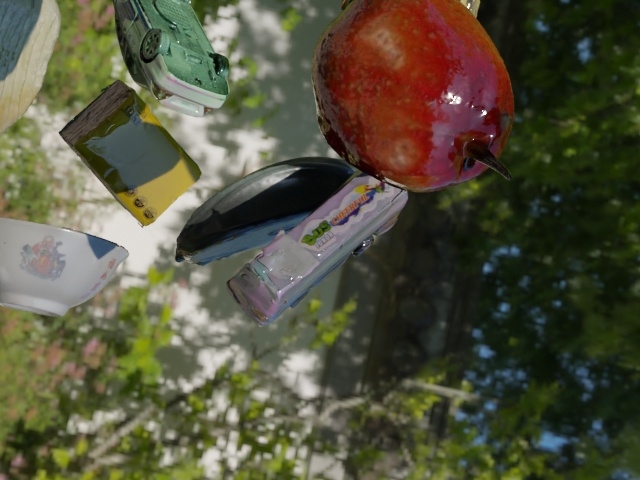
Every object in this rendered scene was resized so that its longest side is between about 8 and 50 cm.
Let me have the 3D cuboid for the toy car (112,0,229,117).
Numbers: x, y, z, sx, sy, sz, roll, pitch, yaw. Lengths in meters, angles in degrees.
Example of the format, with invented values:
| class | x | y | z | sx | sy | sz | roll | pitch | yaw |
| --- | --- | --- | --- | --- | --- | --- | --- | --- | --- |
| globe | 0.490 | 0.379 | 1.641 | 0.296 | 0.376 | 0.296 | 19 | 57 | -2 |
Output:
| class | x | y | z | sx | sy | sz | roll | pitch | yaw |
| --- | --- | --- | --- | --- | --- | --- | --- | --- | --- |
| toy car | -0.170 | -0.215 | 1.253 | 0.076 | 0.090 | 0.224 | -50 | -135 | 25 |

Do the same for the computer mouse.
| class | x | y | z | sx | sy | sz | roll | pitch | yaw |
| --- | --- | --- | --- | --- | --- | --- | --- | --- | --- |
| computer mouse | -0.087 | -0.064 | 2.050 | 0.203 | 0.373 | 0.114 | 112 | -41 | -76 |

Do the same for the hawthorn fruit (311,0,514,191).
| class | x | y | z | sx | sy | sz | roll | pitch | yaw |
| --- | --- | --- | --- | --- | --- | --- | --- | --- | --- |
| hawthorn fruit | 0.151 | -0.197 | 1.693 | 0.369 | 0.284 | 0.285 | 51 | -42 | 34 |

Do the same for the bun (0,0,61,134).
| class | x | y | z | sx | sy | sz | roll | pitch | yaw |
| --- | --- | --- | --- | --- | --- | --- | --- | --- | --- |
| bun | -0.543 | -0.258 | 1.608 | 0.365 | 0.219 | 0.365 | -48 | 163 | -20 |

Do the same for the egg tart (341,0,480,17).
| class | x | y | z | sx | sy | sz | roll | pitch | yaw |
| --- | --- | --- | --- | --- | --- | --- | --- | --- | --- |
| egg tart | 0.167 | -0.453 | 2.255 | 0.095 | 0.278 | 0.279 | 6 | 98 | -70 |

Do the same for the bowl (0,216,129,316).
| class | x | y | z | sx | sy | sz | roll | pitch | yaw |
| --- | --- | --- | --- | --- | --- | --- | --- | --- | --- |
| bowl | -0.567 | 0.063 | 2.367 | 0.345 | 0.345 | 0.157 | 138 | -37 | -76 |

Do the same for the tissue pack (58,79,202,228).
| class | x | y | z | sx | sy | sz | roll | pitch | yaw |
| --- | --- | --- | --- | --- | --- | --- | --- | --- | --- |
| tissue pack | -0.419 | -0.192 | 2.633 | 0.192 | 0.271 | 0.134 | -44 | -146 | -8 |

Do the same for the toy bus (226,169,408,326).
| class | x | y | z | sx | sy | sz | roll | pitch | yaw |
| --- | --- | --- | --- | --- | --- | --- | --- | --- | --- |
| toy bus | 0.000 | 0.000 | 1.873 | 0.317 | 0.112 | 0.138 | -41 | 173 | -24 |
